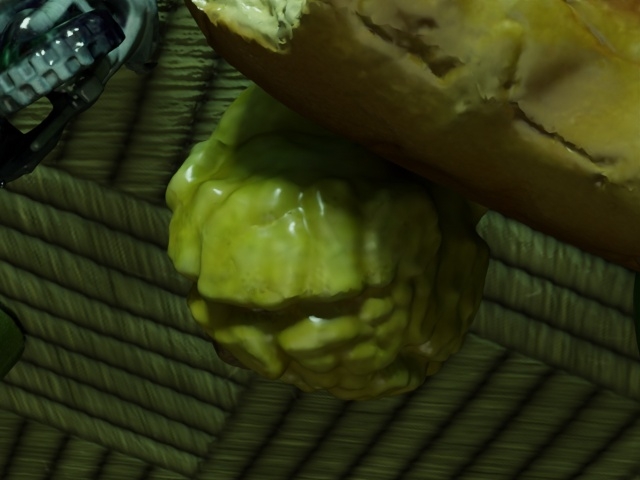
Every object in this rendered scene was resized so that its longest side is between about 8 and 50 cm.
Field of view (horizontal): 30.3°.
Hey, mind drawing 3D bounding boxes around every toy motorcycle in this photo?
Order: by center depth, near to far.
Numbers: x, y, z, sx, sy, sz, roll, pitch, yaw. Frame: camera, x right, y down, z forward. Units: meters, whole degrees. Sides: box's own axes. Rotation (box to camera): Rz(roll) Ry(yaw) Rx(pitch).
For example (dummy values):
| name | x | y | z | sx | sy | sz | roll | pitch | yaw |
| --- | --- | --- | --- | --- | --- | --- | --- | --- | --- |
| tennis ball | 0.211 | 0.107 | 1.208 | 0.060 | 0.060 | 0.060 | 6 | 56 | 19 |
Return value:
| name | x | y | z | sx | sy | sz | roll | pitch | yaw |
| --- | --- | --- | --- | --- | --- | --- | --- | --- | --- |
| toy motorcycle | -0.194 | -0.105 | 0.739 | 0.270 | 0.159 | 0.106 | -14 | 121 | 47 |

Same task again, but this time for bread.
| name | x | y | z | sx | sy | sz | roll | pitch | yaw |
| --- | --- | --- | --- | --- | --- | --- | --- | --- | --- |
| bread | 0.095 | -0.095 | 0.607 | 0.344 | 0.149 | 0.195 | 25 | 163 | -2 |

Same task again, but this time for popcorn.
| name | x | y | z | sx | sy | sz | roll | pitch | yaw |
| --- | --- | --- | --- | --- | --- | --- | --- | --- | --- |
| popcorn | 0.000 | 0.000 | 0.752 | 0.203 | 0.226 | 0.200 | 30 | 134 | 37 |

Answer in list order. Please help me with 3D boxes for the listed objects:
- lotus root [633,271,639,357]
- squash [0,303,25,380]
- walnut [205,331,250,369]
| name | x | y | z | sx | sy | sz | roll | pitch | yaw |
| --- | --- | --- | --- | --- | --- | --- | --- | --- | --- |
| lotus root | 0.264 | 0.027 | 0.743 | 0.186 | 0.186 | 0.186 | 7 | 135 | 7 |
| squash | -0.316 | 0.119 | 0.979 | 0.105 | 0.132 | 0.105 | 8 | 134 | 8 |
| walnut | -0.041 | 0.056 | 0.888 | 0.096 | 0.082 | 0.079 | -13 | 100 | 16 |
